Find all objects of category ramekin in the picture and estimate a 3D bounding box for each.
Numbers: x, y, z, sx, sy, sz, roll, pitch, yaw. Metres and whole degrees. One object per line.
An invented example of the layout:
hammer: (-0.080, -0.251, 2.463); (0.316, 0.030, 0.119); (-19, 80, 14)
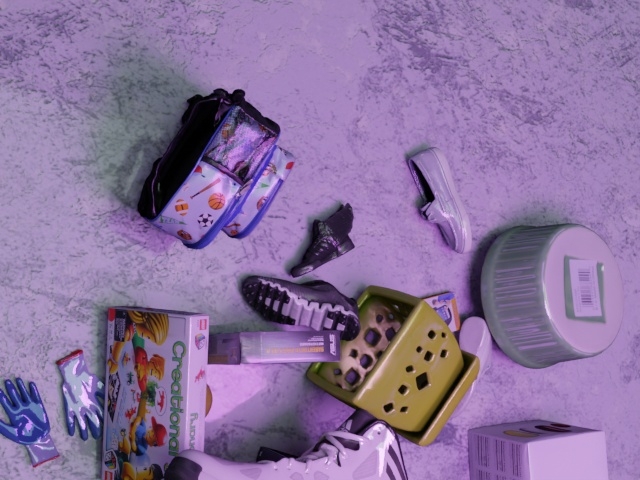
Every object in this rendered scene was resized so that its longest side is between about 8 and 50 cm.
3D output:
ramekin: (0.486, 0.108, 1.911); (0.303, 0.148, 0.304); (9, 76, -36)

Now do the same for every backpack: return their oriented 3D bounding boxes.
backpack: (-0.189, -0.114, 1.611); (0.213, 0.276, 0.263); (40, 85, -16)

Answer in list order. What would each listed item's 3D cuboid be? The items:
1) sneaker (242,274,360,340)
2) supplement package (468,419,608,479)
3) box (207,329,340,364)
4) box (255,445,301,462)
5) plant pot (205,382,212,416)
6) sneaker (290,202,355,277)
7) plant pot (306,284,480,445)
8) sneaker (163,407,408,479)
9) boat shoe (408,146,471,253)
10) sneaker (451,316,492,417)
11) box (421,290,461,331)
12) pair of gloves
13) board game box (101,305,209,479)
sneaker: (-0.031, 0.113, 1.748); (0.234, 0.106, 0.078); (19, 119, 2)
supplement package: (0.435, 0.453, 1.872); (0.194, 0.203, 0.149); (-2, 88, -25)
box: (-0.094, 0.188, 1.632); (0.183, 0.231, 0.056); (1, 83, -25)
box: (-0.027, 0.447, 1.687); (0.158, 0.156, 0.093); (23, 79, -21)
plant pot: (-0.244, 0.280, 1.625); (0.095, 0.134, 0.134); (2, 85, -54)
sneaker: (0.001, 0.000, 1.790); (0.170, 0.051, 0.089); (-27, 91, -22)
plant pot: (0.146, 0.239, 1.738); (0.207, 0.227, 0.228); (39, 80, -21)
sneaker: (-0.034, 0.373, 1.534); (0.447, 0.169, 0.258); (33, 66, -28)
boat shoe: (0.236, -0.074, 1.892); (0.081, 0.079, 0.228); (-19, 88, -18)
sneaker: (0.310, 0.266, 1.905); (0.094, 0.080, 0.212); (28, 82, -51)
box: (0.217, 0.156, 1.889); (0.136, 0.028, 0.081); (-13, 93, -27)
pair of gloves: (-0.451, 0.286, 1.578); (0.198, 0.023, 0.159); (-24, 95, -25)
board game box: (-0.277, 0.268, 1.556); (0.053, 0.192, 0.306); (2, 89, -56)
